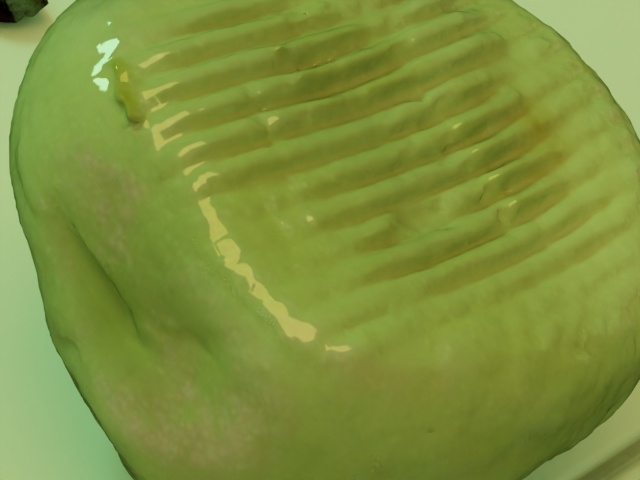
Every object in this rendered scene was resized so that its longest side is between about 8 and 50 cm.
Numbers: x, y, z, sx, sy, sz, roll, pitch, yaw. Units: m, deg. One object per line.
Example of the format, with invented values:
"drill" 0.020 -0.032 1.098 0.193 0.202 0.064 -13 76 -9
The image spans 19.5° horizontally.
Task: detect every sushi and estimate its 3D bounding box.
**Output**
"sushi" -0.214 -0.170 1.205 0.046 0.044 0.083 -31 56 -11

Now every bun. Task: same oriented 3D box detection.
"bun" 0.000 0.000 0.974 0.361 0.213 0.361 16 51 -21
